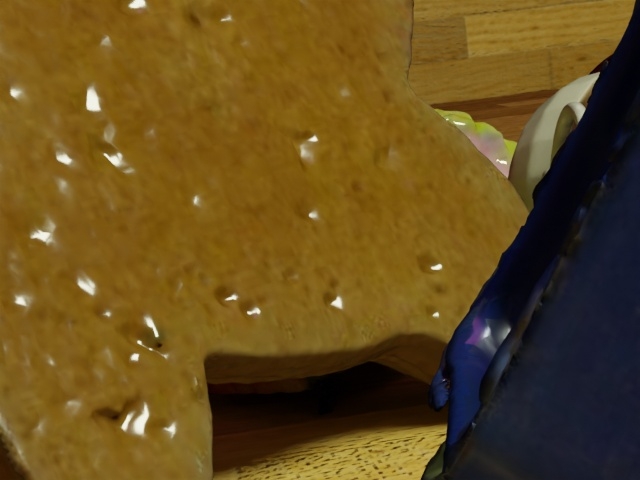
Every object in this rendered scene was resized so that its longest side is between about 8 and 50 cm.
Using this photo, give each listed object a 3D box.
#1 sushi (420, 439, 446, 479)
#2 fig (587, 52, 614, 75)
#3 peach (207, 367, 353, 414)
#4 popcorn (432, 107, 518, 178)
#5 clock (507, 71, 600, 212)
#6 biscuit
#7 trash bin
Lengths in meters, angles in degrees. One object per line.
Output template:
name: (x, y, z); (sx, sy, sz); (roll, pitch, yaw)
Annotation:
sushi: (0.142, 0.068, 0.644); (0.296, 0.100, 0.373); (-1, 10, 31)
fig: (0.236, -0.070, 1.323); (0.202, 0.149, 0.148); (-10, 14, 3)
peach: (-0.002, -0.006, 1.054); (0.159, 0.154, 0.267); (-1, 11, 37)
popcorn: (0.077, -0.026, 1.222); (0.145, 0.125, 0.126); (9, -12, 1)
clock: (0.278, -0.029, 0.998); (0.326, 0.184, 0.342); (-11, 4, -1)
biscuit: (-0.079, -0.053, 0.838); (0.394, 0.368, 0.076); (-17, -14, -47)
trash bin: (0.151, 0.039, 0.387); (0.234, 0.162, 0.184); (26, 10, 0)
